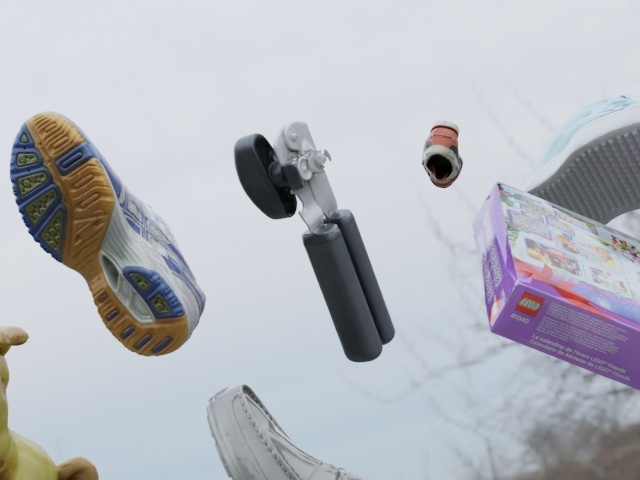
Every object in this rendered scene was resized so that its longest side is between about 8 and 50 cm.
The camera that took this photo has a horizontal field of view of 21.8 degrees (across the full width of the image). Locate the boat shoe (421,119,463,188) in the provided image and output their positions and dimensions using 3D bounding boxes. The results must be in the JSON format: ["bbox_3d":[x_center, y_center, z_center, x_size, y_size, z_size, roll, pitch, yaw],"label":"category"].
[{"bbox_3d":[0.141,-0.091,1.942,0.049,0.043,0.137,8,-23,6],"label":"boat shoe"}]

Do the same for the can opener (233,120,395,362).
[{"bbox_3d":[0.000,0.000,1.795,0.093,0.280,0.074,-14,19,34],"label":"can opener"}]

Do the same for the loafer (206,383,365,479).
[{"bbox_3d":[0.016,0.254,1.520,0.111,0.319,0.112,-39,-9,10],"label":"loafer"}]

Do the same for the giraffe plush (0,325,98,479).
[{"bbox_3d":[-0.270,0.173,1.256,0.181,0.170,0.210,-4,37,36],"label":"giraffe plush"}]

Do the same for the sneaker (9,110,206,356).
[{"bbox_3d":[-0.233,-0.012,1.833,0.112,0.296,0.131,-27,7,20],"label":"sneaker"}]

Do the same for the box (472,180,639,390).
[{"bbox_3d":[0.284,0.063,1.503,0.293,0.057,0.201,22,25,-10],"label":"box"}]

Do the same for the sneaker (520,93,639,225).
[{"bbox_3d":[0.342,-0.119,1.874,0.135,0.150,0.366,31,-23,-16],"label":"sneaker"}]
